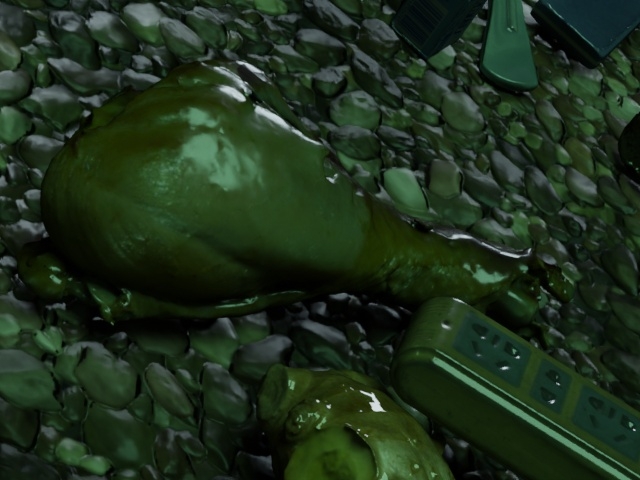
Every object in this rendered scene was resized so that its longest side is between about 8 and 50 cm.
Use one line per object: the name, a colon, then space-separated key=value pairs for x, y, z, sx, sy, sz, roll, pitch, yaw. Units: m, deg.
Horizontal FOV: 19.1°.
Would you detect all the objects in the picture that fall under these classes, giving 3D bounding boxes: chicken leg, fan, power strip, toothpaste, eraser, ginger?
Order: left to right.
chicken leg: x=0.000 y=0.000 z=1.343 sx=0.429 sy=0.153 sz=0.201 roll=20 pitch=56 yaw=-31
ginger: x=0.037 y=0.166 z=1.229 sx=0.216 sy=0.102 sz=0.157 roll=57 pitch=15 yaw=29
fan: x=0.167 y=-0.238 z=1.757 sx=0.057 sy=0.023 sz=0.282 roll=14 pitch=46 yaw=-14
toothpaste: x=0.152 y=-0.265 z=1.577 sx=0.053 sy=0.272 sz=0.066 roll=45 pitch=40 yaw=11
eraser: x=0.273 y=-0.231 z=1.815 sx=0.082 sy=0.036 sz=0.225 roll=42 pitch=40 yaw=4
power strip: x=0.222 y=0.164 z=1.287 sx=0.387 sy=0.066 sz=0.092 roll=33 pitch=30 yaw=-1

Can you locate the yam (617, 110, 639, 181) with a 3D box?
yam: x=0.352 y=-0.085 z=1.708 sx=0.179 sy=0.078 sz=0.078 roll=-1 pitch=54 yaw=-36
